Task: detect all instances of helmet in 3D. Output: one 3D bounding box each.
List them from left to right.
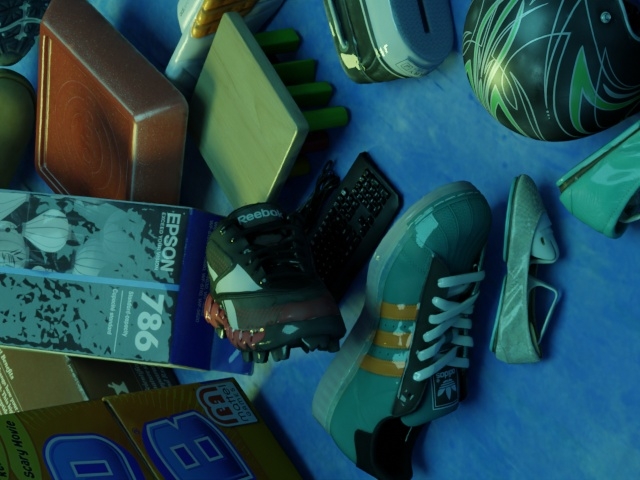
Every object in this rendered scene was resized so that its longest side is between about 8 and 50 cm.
[{"bbox_3d":[0.195,-0.163,1.457,0.169,0.162,0.169,0,90,46],"label":"helmet"}]

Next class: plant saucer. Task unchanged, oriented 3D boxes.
[{"bbox_3d":[-0.238,-0.106,1.929,0.259,0.048,0.258,44,140,36],"label":"plant saucer"}]

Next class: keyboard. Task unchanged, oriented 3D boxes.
[{"bbox_3d":[0.000,0.000,1.750,0.100,0.038,0.192,52,124,33],"label":"keyboard"}]

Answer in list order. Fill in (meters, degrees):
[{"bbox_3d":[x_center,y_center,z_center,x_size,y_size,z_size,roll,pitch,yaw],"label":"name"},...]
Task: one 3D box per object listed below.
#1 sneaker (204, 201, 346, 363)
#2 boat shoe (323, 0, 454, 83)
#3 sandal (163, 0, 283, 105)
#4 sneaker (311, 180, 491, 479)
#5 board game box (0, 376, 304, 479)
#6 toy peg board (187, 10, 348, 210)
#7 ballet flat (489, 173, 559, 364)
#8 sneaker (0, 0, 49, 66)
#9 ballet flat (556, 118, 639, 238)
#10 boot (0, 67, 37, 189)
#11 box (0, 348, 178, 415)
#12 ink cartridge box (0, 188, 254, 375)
[{"bbox_3d":[-0.048,0.036,1.662,0.276,0.098,0.135,-155,61,-72],"label":"sneaker"},{"bbox_3d":[0.026,-0.305,1.660,0.119,0.121,0.335,-16,81,41],"label":"boat shoe"},{"bbox_3d":[-0.112,-0.235,1.818,0.265,0.102,0.076,-53,58,35],"label":"sandal"},{"bbox_3d":[0.096,0.090,1.608,0.121,0.108,0.302,48,130,34],"label":"sneaker"},{"bbox_3d":[-0.201,0.395,1.712,0.356,0.356,0.356,54,125,26],"label":"board game box"},{"bbox_3d":[-0.050,-0.121,1.788,0.161,0.079,0.160,59,144,29],"label":"toy peg board"},{"bbox_3d":[0.184,0.026,1.559,0.052,0.057,0.168,9,102,18],"label":"ballet flat"},{"bbox_3d":[-0.403,-0.317,2.139,0.122,0.110,0.283,-53,50,52],"label":"sneaker"},{"bbox_3d":[0.294,-0.085,1.428,0.087,0.083,0.247,48,126,5],"label":"ballet flat"},{"bbox_3d":[-0.377,-0.038,2.020,0.269,0.089,0.236,-108,37,-59],"label":"boot"},{"bbox_3d":[-0.329,0.221,2.020,0.381,0.143,0.191,-51,55,35],"label":"box"},{"bbox_3d":[-0.223,0.040,1.830,0.333,0.065,0.165,5,83,13],"label":"ink cartridge box"}]
